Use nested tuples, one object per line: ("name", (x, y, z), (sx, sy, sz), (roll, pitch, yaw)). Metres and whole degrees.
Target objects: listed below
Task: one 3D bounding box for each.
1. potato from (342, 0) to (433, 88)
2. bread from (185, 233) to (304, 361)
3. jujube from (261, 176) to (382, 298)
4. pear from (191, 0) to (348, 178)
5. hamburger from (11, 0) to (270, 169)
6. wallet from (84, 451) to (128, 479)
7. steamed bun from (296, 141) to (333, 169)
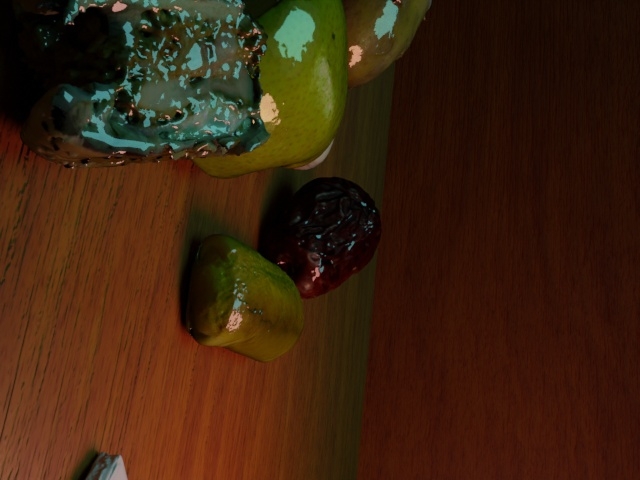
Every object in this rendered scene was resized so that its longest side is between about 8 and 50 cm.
("potato", (0.050, -0.479, 1.782), (0.296, 0.290, 0.397), (-59, -156, -5))
("bread", (-0.104, 0.103, 1.287), (0.383, 0.112, 0.166), (49, 45, -72))
("jujube", (0.000, 0.000, 1.603), (0.342, 0.216, 0.216), (-46, 138, -64))
("pear", (-0.070, -0.226, 1.110), (0.318, 0.238, 0.343), (69, 25, -43))
("hamburger", (-0.180, -0.155, 0.760), (0.288, 0.192, 0.168), (-12, 100, -51))
("wallet", (-0.235, 0.329, 0.910), (0.095, 0.033, 0.190), (-74, 163, -53))
("steamed bun", (-0.050, -0.238, 1.432), (0.177, 0.130, 0.228), (-60, 153, -45))
